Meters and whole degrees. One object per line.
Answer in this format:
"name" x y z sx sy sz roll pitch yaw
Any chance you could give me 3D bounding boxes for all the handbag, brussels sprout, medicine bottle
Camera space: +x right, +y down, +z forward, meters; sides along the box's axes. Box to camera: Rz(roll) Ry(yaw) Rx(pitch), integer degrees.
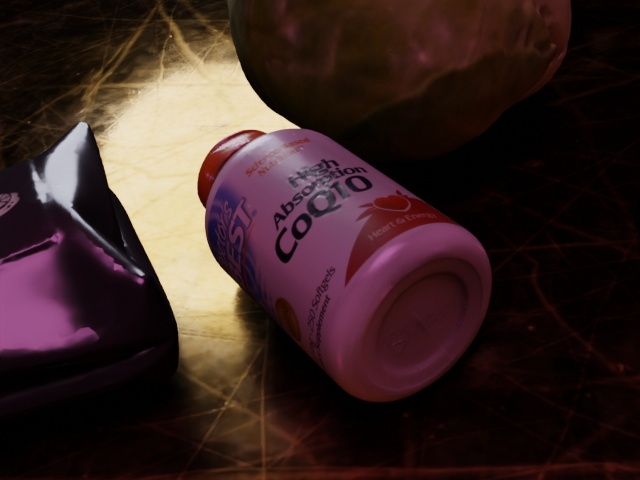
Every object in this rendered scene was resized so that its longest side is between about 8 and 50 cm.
"handbag" -0.306 0.035 0.853 0.287 0.152 0.342 -23 39 -11
"brussels sprout" 0.087 -0.225 0.977 0.354 0.282 0.289 -5 9 -20
"medicine bottle" 0.000 0.000 0.809 0.157 0.157 0.288 -29 41 -21

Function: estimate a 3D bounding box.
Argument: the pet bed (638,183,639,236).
"pet bed" 0.315 -0.065 0.787 0.053 0.201 0.201 12 42 5
